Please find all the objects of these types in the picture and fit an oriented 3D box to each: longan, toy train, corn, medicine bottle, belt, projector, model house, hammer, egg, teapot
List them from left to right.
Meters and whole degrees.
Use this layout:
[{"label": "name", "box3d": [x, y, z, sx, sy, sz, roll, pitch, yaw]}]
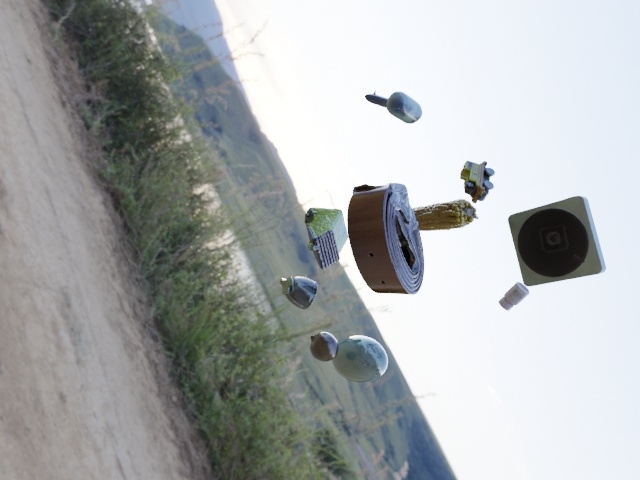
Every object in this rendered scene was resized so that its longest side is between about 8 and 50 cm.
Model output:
[{"label": "teapot", "box3d": [-0.076, 0.150, 1.509, 0.091, 0.092, 0.124, 27, -29, -24]}, {"label": "model house", "box3d": [0.000, 0.000, 2.114, 0.194, 0.170, 0.211, 77, 29, -43]}, {"label": "longan", "box3d": [0.009, 0.371, 1.790, 0.113, 0.092, 0.113, 18, -58, 32]}, {"label": "egg", "box3d": [0.145, 0.438, 1.891, 0.236, 0.169, 0.169, -12, -74, 49]}, {"label": "hammer", "box3d": [0.197, -0.398, 1.475, 0.116, 0.069, 0.194, 13, 15, -46]}, {"label": "belt", "box3d": [0.184, 0.000, 1.365, 0.217, 0.122, 0.339, -59, 136, -41]}, {"label": "corn", "box3d": [0.392, -0.077, 1.748, 0.313, 0.102, 0.102, -10, -73, 58]}, {"label": "toy train", "box3d": [0.627, -0.241, 2.060, 0.089, 0.127, 0.219, 108, 2, -52]}, {"label": "medicine bottle", "box3d": [0.598, 0.174, 1.578, 0.052, 0.089, 0.052, 31, 26, -16]}, {"label": "projector", "box3d": [0.784, 0.007, 1.704, 0.257, 0.079, 0.259, -19, -103, 43]}]
